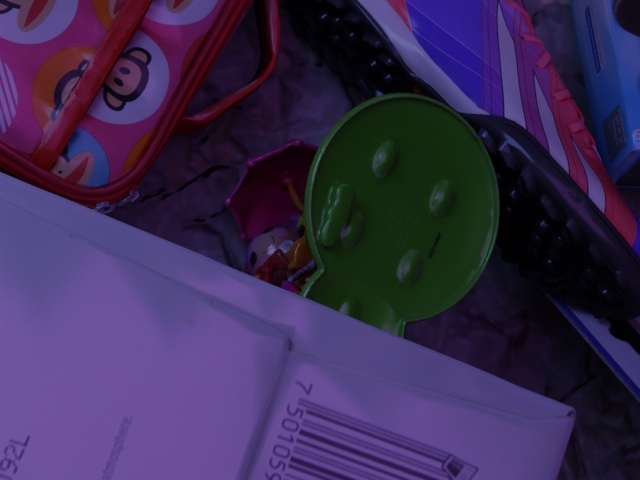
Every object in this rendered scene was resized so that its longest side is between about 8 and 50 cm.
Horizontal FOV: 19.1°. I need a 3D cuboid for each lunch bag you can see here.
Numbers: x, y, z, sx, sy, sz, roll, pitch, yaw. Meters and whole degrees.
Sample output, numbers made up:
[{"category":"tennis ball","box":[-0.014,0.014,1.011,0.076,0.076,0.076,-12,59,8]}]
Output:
[{"category":"lunch bag","box":[-0.144,-0.160,1.147,0.258,0.120,0.293,32,71,-12]}]

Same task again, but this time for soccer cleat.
[{"category":"soccer cleat","box":[0.113,-0.089,1.168,0.116,0.108,0.318,-34,67,-21]}]

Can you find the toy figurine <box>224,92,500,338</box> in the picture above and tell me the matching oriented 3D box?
[{"category":"toy figurine","box":[0.000,0.000,1.128,0.130,0.159,0.173,31,75,-27]}]

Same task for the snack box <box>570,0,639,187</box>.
[{"category":"snack box","box":[0.331,-0.127,1.276,0.322,0.060,0.187,0,65,-16]}]

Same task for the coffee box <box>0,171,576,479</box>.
[{"category":"coffee box","box":[-0.120,0.195,0.960,0.338,0.334,0.338,22,75,-8]}]

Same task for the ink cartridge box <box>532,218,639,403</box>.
[{"category":"ink cartridge box","box":[0.260,0.053,1.173,0.224,0.223,0.045,-12,125,-17]}]
